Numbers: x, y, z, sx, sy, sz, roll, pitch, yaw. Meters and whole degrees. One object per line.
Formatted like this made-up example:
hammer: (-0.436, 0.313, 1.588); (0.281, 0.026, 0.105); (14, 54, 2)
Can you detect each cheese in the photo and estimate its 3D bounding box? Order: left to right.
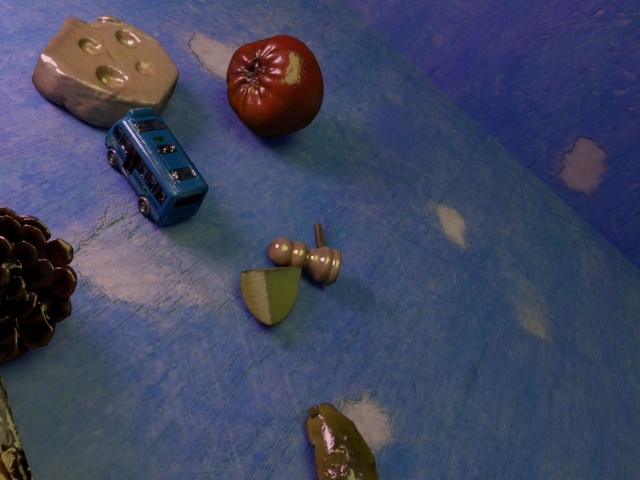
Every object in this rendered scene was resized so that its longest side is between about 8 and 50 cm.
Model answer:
cheese: (-0.507, -0.404, 1.270); (0.327, 0.115, 0.317); (-13, 65, -44)

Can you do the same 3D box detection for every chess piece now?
chess piece: (-0.042, 0.041, 1.272); (0.171, 0.094, 0.094); (20, 46, -19)

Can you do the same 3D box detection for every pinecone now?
pinecone: (-0.484, 0.063, 0.771); (0.247, 0.292, 0.246); (2, 82, -18)

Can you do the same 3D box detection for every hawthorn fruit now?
hawthorn fruit: (-0.109, -0.416, 1.500); (0.298, 0.277, 0.276); (9, 48, -57)

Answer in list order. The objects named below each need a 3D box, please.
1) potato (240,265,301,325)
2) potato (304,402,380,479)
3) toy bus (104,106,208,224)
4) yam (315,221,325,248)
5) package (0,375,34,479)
potato: (-0.109, 0.120, 1.184); (0.149, 0.081, 0.120); (-3, 87, -58)
potato: (0.040, 0.414, 1.013); (0.118, 0.090, 0.225); (-1, 50, -31)
toy bus: (-0.358, -0.163, 1.165); (0.114, 0.134, 0.246); (-22, 72, -46)
yam: (0.000, 0.000, 1.388); (0.021, 0.021, 0.116); (14, 50, -28)
package: (-0.492, 0.314, 0.732); (0.154, 0.030, 0.239); (-14, 66, -42)
